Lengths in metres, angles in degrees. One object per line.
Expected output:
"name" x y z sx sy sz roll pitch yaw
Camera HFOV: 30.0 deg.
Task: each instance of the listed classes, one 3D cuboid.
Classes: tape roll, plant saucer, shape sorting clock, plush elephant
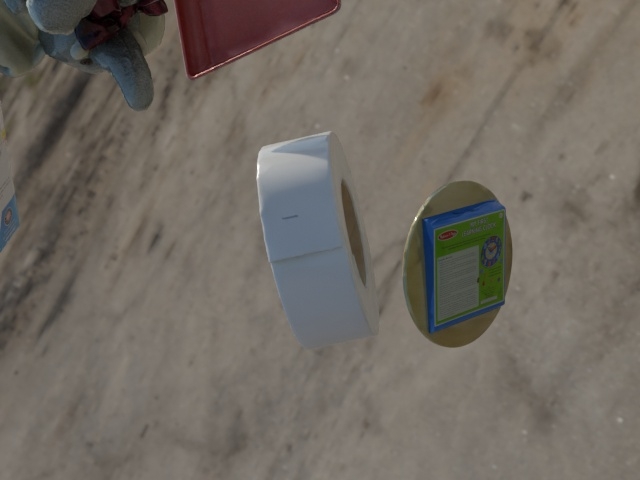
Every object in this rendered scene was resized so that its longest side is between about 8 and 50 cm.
"tape roll" 0.000 0.000 1.602 0.100 0.286 0.286 -12 35 8
"plant saucer" -0.089 -0.373 1.620 0.258 0.048 0.259 -20 73 30
"shape sorting clock" 0.169 0.029 1.464 0.040 0.206 0.206 13 73 44
"plush elephant" -0.245 -0.271 1.353 0.330 0.272 0.255 47 147 34

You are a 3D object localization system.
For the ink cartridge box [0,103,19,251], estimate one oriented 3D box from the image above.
"ink cartridge box" -0.565 -0.096 1.684 0.198 0.197 0.270 -75 -13 -58
